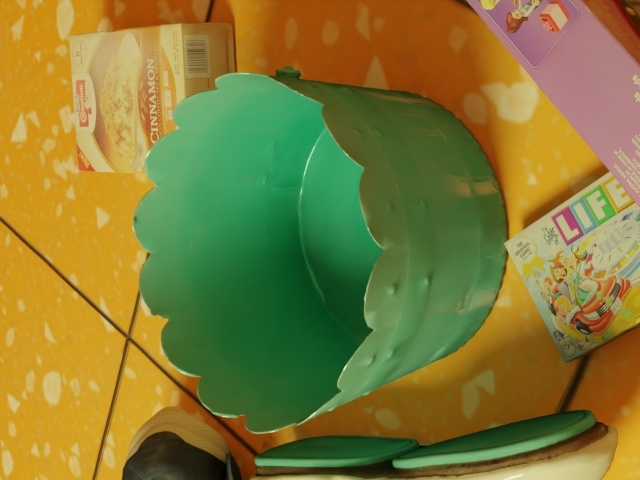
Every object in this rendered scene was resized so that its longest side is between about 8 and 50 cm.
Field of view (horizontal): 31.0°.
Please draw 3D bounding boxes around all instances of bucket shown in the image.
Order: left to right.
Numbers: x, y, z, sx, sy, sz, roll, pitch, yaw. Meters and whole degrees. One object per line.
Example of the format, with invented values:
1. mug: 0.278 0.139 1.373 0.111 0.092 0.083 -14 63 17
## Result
1. bucket: 0.000 0.000 0.928 0.281 0.183 0.281 8 102 43

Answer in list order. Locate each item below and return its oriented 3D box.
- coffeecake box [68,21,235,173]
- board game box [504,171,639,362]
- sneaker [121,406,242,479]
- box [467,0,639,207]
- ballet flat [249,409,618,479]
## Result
1. coffeecake box: -0.168 -0.140 1.150 0.185 0.068 0.142 5 101 45
2. board game box: 0.214 0.009 0.828 0.154 0.026 0.103 -39 69 41
3. sneaker: -0.110 0.316 1.156 0.236 0.130 0.323 -96 -9 -51
4. box: 0.215 -0.096 0.688 0.293 0.201 0.057 55 130 22
5. ballet flat: 0.087 0.215 0.918 0.400 0.139 0.139 -18 84 51
